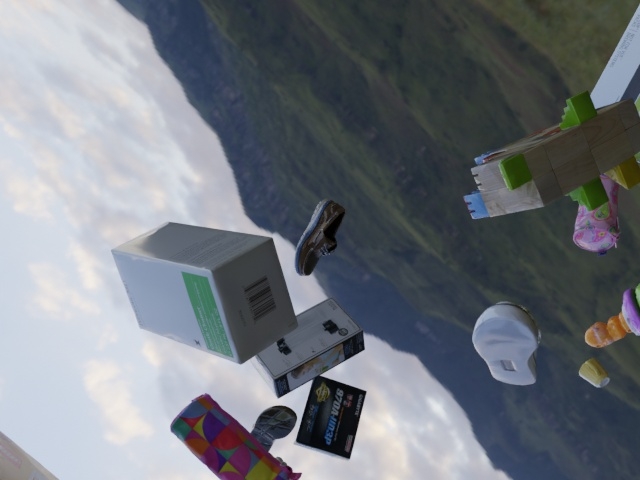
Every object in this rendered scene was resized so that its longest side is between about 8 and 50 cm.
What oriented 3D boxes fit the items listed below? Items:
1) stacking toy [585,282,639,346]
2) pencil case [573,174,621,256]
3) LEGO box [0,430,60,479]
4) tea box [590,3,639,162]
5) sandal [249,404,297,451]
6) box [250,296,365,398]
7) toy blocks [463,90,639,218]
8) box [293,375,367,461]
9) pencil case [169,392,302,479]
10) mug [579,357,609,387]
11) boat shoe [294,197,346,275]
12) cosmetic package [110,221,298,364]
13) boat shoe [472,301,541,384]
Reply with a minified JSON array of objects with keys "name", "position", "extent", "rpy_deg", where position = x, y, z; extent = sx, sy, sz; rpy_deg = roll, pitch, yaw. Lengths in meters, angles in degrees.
[{"name":"stacking toy","position":[0.634,0.130,1.449],"extent":[0.175,0.302,0.166],"rpy_deg":[26,-135,-40]},{"name":"pencil case","position":[0.768,-0.106,2.127],"extent":[0.124,0.124,0.284],"rpy_deg":[37,-125,-34]},{"name":"LEGO box","position":[-0.395,0.518,1.141],"extent":[0.500,0.193,0.372],"rpy_deg":[44,165,-9]},{"name":"tea box","position":[0.787,-0.303,1.641],"extent":[0.220,0.329,0.323],"rpy_deg":[9,-156,-41]},{"name":"sandal","position":[-0.124,0.472,1.959],"extent":[0.090,0.219,0.060],"rpy_deg":[31,-138,1]},{"name":"box","position":[-0.042,0.292,2.145],"extent":[0.169,0.290,0.087],"rpy_deg":[44,152,42]},{"name":"toy blocks","position":[0.408,-0.144,1.448],"extent":[0.261,0.381,0.191],"rpy_deg":[-12,103,63]},{"name":"box","position":[0.030,0.538,2.350],"extent":[0.175,0.220,0.051],"rpy_deg":[19,151,-3]},{"name":"pencil case","position":[-0.150,0.368,1.355],"extent":[0.236,0.104,0.104],"rpy_deg":[38,-169,9]},{"name":"mug","position":[0.726,0.355,2.051],"extent":[0.078,0.062,0.064],"rpy_deg":[10,-154,-36]},{"name":"boat shoe","position":[0.000,0.000,1.712],"extent":[0.066,0.183,0.066],"rpy_deg":[25,-172,33]},{"name":"cosmetic package","position":[-0.230,0.089,1.499],"extent":[0.365,0.155,0.197],"rpy_deg":[6,119,47]},{"name":"boat shoe","position":[0.281,0.137,1.155],"extent":[0.258,0.095,0.084],"rpy_deg":[66,-147,-59]}]
